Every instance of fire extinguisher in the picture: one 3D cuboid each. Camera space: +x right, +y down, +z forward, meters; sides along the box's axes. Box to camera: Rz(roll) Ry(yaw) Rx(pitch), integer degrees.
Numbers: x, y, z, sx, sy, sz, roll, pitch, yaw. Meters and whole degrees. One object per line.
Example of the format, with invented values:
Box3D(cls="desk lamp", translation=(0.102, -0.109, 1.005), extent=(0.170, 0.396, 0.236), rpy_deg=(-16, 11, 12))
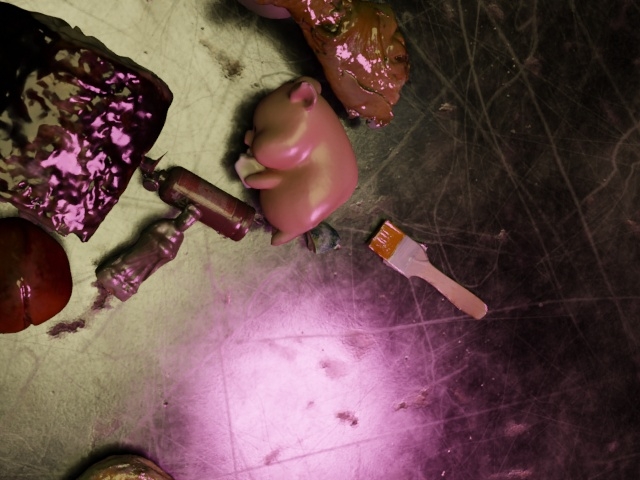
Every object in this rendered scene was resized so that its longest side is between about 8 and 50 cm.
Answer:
Box3D(cls="fire extinguisher", translation=(-0.231, -0.099, 1.318), extent=(0.252, 0.075, 0.106), rpy_deg=(31, 117, -21))

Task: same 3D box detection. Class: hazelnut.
Box3D(cls="hazelnut", translation=(-0.500, 0.060, 1.184), extent=(0.208, 0.208, 0.208), rpy_deg=(-3, 100, -20))

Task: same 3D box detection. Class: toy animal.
Box3D(cls="toy animal", translation=(-0.048, -0.151, 1.336), extent=(0.213, 0.195, 0.256), rpy_deg=(-24, 107, 7))

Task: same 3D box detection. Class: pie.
Box3D(cls="pie", translation=(-0.377, 0.539, 1.381), extent=(0.277, 0.078, 0.277), rpy_deg=(-6, 105, -22))

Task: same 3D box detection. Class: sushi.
Box3D(cls="sushi", translation=(-0.423, -0.190, 1.132), extent=(0.299, 0.281, 0.294), rpy_deg=(30, 94, -29))

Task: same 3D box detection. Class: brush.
Box3D(cls="brush", translation=(0.238, 0.075, 1.556), extent=(0.336, 0.020, 0.085), rpy_deg=(37, 85, -22))

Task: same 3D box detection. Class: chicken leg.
Box3D(cls="chicken leg", translation=(0.017, -0.374, 1.282), extent=(0.201, 0.152, 0.429), rpy_deg=(-47, 136, 13))

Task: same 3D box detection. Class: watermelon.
Box3D(cls="watermelon", translation=(0.000, 0.000, 1.448), extent=(0.085, 0.085, 0.061), rpy_deg=(32, 127, -22))

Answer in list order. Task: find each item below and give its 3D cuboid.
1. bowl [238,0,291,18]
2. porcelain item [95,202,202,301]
Box3D(cls="bowl", translation=(-0.068, -0.513, 1.301), extent=(0.211, 0.112, 0.211), rpy_deg=(-3, 99, -21))
Box3D(cls="porcelain item", translation=(-0.296, 0.016, 1.299), extent=(0.216, 0.069, 0.081), rpy_deg=(-39, 115, 3))
